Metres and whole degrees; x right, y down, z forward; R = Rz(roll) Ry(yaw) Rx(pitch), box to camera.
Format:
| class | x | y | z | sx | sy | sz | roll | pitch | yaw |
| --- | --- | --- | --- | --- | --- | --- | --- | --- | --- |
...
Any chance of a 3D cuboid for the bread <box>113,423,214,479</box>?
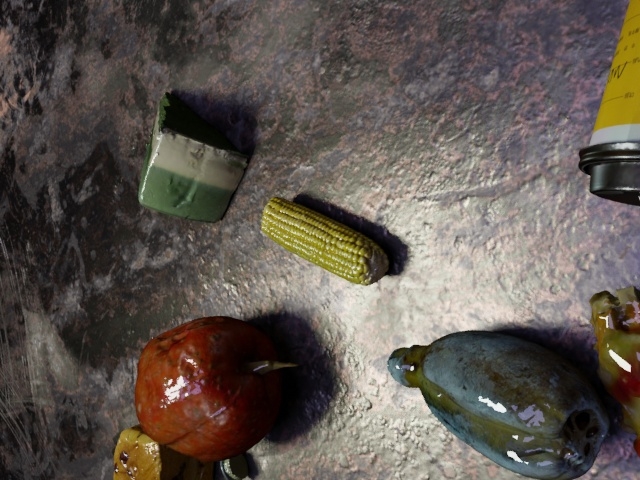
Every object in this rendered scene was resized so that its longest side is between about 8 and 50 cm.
| class | x | y | z | sx | sy | sz | roll | pitch | yaw |
| --- | --- | --- | --- | --- | --- | --- | --- | --- | --- |
| bread | -0.298 | 0.420 | 1.339 | 0.143 | 0.158 | 0.149 | 7 | 94 | 35 |

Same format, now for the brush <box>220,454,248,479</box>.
| class | x | y | z | sx | sy | sz | roll | pitch | yaw |
| --- | --- | --- | --- | --- | --- | --- | --- | --- | --- |
| brush | -0.201 | 0.331 | 1.326 | 0.027 | 0.062 | 0.266 | -36 | 64 | 18 |

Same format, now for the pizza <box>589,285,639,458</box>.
| class | x | y | z | sx | sy | sz | roll | pitch | yaw |
| --- | --- | --- | --- | --- | --- | --- | --- | --- | --- |
| pizza | 0.436 | 0.211 | 0.744 | 0.406 | 0.130 | 0.440 | 39 | 115 | 30 |

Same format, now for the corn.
| class | x | y | z | sx | sy | sz | roll | pitch | yaw |
| --- | --- | --- | --- | --- | --- | --- | --- | --- | --- |
| corn | 0.000 | 0.000 | 1.127 | 0.248 | 0.081 | 0.081 | 27 | 108 | 36 |

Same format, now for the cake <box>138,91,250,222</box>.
| class | x | y | z | sx | sy | sz | roll | pitch | yaw |
| --- | --- | --- | --- | --- | --- | --- | --- | --- | --- |
| cake | -0.298 | -0.176 | 1.316 | 0.283 | 0.172 | 0.158 | 43 | 115 | 32 |

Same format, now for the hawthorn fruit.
| class | x | y | z | sx | sy | sz | roll | pitch | yaw |
| --- | --- | --- | --- | --- | --- | --- | --- | --- | --- |
| hawthorn fruit | -0.189 | 0.246 | 1.193 | 0.258 | 0.258 | 0.262 | 63 | 153 | 20 |

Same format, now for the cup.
| class | x | y | z | sx | sy | sz | roll | pitch | yaw |
| --- | --- | --- | --- | --- | --- | --- | --- | --- | --- |
| cup | 0.391 | -0.166 | 0.744 | 0.196 | 0.196 | 0.280 | 8 | 88 | 39 |

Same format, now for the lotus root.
| class | x | y | z | sx | sy | sz | roll | pitch | yaw |
| --- | --- | --- | --- | --- | --- | --- | --- | --- | --- |
| lotus root | 0.222 | 0.193 | 0.916 | 0.322 | 0.140 | 0.158 | 19 | 129 | 56 |
